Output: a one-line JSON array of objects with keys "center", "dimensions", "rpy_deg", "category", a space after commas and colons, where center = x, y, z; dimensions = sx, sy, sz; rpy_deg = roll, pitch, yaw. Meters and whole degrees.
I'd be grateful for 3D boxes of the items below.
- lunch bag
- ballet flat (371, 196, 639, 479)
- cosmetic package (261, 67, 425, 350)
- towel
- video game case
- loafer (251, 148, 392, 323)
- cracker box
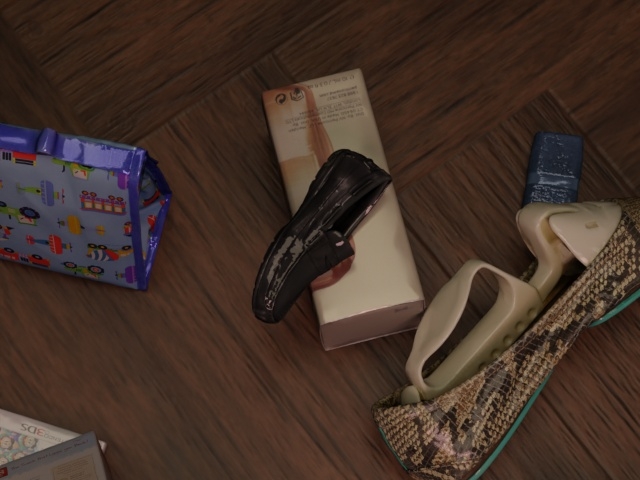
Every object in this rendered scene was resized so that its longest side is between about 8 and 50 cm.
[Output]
[{"center": [-0.303, -0.061, 1.903], "dimensions": [0.221, 0.293, 0.138], "rpy_deg": [12, 74, 3], "category": "lunch bag"}, {"center": [0.245, 0.073, 1.924], "dimensions": [0.483, 0.164, 0.182], "rpy_deg": [-45, 107, -11], "category": "ballet flat"}, {"center": [0.026, -0.035, 1.974], "dimensions": [0.129, 0.153, 0.296], "rpy_deg": [-14, 72, -2], "category": "cosmetic package"}, {"center": [0.289, -0.075, 2.051], "dimensions": [0.067, 0.029, 0.119], "rpy_deg": [11, 74, 2], "category": "towel"}, {"center": [-0.343, 0.290, 1.939], "dimensions": [0.143, 0.019, 0.157], "rpy_deg": [17, 74, 5], "category": "video game case"}, {"center": [0.000, 0.000, 1.847], "dimensions": [0.078, 0.076, 0.223], "rpy_deg": [27, 75, 21], "category": "loafer"}, {"center": [-0.297, 0.313, 1.811], "dimensions": [0.156, 0.232, 0.067], "rpy_deg": [-20, 116, -6], "category": "cracker box"}]
